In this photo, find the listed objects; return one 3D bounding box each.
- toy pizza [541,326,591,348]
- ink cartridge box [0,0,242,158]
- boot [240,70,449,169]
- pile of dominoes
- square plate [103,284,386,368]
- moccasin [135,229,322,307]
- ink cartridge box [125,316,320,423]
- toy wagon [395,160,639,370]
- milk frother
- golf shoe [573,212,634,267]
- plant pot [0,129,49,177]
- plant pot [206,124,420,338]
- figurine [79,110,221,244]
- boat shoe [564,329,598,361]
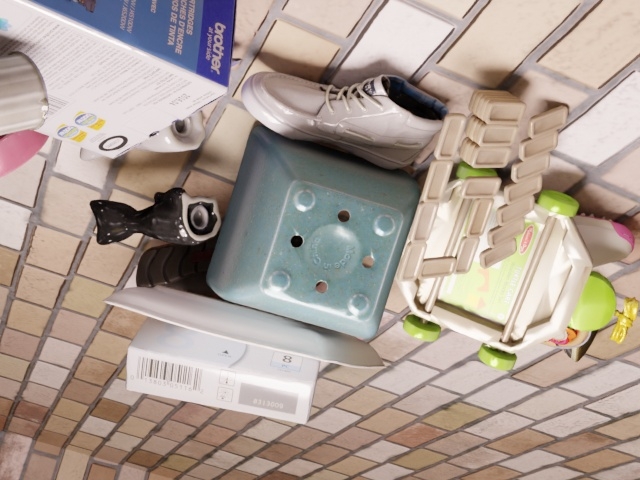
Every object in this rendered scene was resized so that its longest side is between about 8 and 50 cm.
[{"bbox_3d":[0.353,0.114,1.532,0.201,0.032,0.201,31,150,20],"label":"toy pizza"},{"bbox_3d":[-0.281,-0.233,1.066,0.395,0.151,0.270,21,154,-37],"label":"ink cartridge box"},{"bbox_3d":[0.037,-0.179,1.176,0.258,0.095,0.123,16,145,-25],"label":"boot"},{"bbox_3d":[0.201,-0.069,1.185,0.196,0.040,0.251,-4,123,-32],"label":"pile of dominoes"},{"bbox_3d":[-0.095,0.129,1.394,0.347,0.049,0.344,12,175,19],"label":"square plate"},{"bbox_3d":[-0.145,0.062,1.602,0.380,0.139,0.147,-14,153,32],"label":"moccasin"},{"bbox_3d":[-0.146,0.168,1.654,0.308,0.385,0.091,10,113,2],"label":"ink cartridge box"},{"bbox_3d":[0.276,0.051,1.313,0.344,0.068,0.267,21,109,9],"label":"toy wagon"},{"bbox_3d":[-0.355,-0.173,0.908,0.129,0.134,0.143,44,130,18],"label":"milk frother"},{"bbox_3d":[0.319,0.043,1.399,0.306,0.140,0.115,-8,144,28],"label":"golf shoe"},{"bbox_3d":[-0.488,-0.196,1.234,0.201,0.201,0.180,1,134,17],"label":"plant pot"},{"bbox_3d":[0.000,0.000,1.225,0.247,0.248,0.252,17,-175,-10],"label":"plant pot"},{"bbox_3d":[-0.266,-0.096,1.338,0.209,0.215,0.092,-4,-170,31],"label":"figurine"},{"bbox_3d":[0.431,0.127,1.574,0.073,0.080,0.223,28,155,29],"label":"boat shoe"}]
